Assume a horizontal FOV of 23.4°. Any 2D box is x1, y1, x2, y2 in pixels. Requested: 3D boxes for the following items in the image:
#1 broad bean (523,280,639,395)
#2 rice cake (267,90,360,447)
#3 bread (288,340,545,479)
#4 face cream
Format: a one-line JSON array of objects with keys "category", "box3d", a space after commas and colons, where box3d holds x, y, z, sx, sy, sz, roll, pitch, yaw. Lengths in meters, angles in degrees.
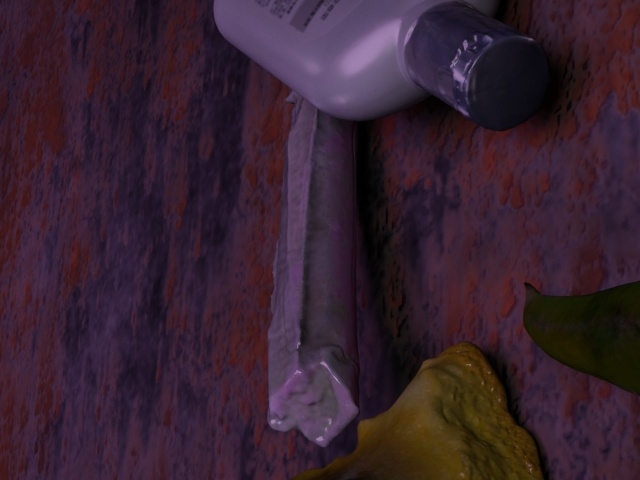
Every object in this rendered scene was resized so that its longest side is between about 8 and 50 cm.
[{"category": "broad bean", "box3d": [0.182, 0.055, 0.657, 0.297, 0.043, 0.060, 21, 107, 58]}, {"category": "rice cake", "box3d": [-0.001, 0.000, 0.927, 0.055, 0.049, 0.269, 118, 160, -46]}, {"category": "bread", "box3d": [0.028, 0.177, 0.819, 0.233, 0.088, 0.160, -57, 33, 27]}, {"category": "face cream", "box3d": [0.037, -0.137, 0.915, 0.144, 0.071, 0.291, -47, 34, -2]}]
